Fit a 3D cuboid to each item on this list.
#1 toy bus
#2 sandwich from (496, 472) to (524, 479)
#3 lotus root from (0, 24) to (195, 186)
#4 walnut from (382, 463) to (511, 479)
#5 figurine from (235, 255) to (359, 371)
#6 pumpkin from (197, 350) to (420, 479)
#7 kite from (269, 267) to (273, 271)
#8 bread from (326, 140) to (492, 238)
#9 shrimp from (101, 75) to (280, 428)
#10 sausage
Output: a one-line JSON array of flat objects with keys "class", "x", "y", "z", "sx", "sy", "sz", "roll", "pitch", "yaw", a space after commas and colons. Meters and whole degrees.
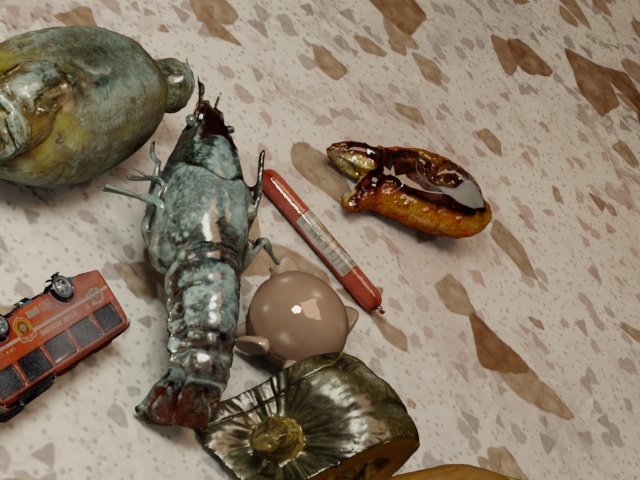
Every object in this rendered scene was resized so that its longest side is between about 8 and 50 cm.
[{"class": "toy bus", "x": -0.285, "y": 0.101, "z": 1.343, "sx": 0.096, "sy": 0.073, "sz": 0.235, "roll": 54, "pitch": 33, "yaw": -2}, {"class": "sandwich", "x": 0.251, "y": 0.363, "z": 1.638, "sx": 0.244, "sy": 0.088, "sz": 0.090, "roll": 54, "pitch": 31, "yaw": 11}, {"class": "lotus root", "x": -0.277, "y": -0.154, "z": 1.538, "sx": 0.175, "sy": 0.175, "sz": 0.349, "roll": 53, "pitch": 31, "yaw": 9}, {"class": "walnut", "x": 0.106, "y": 0.331, "z": 1.424, "sx": 0.297, "sy": 0.203, "sz": 0.203, "roll": 3, "pitch": 53, "yaw": -42}, {"class": "figurine", "x": -0.028, "y": 0.097, "z": 1.591, "sx": 0.125, "sy": 0.125, "sz": 0.138, "roll": 40, "pitch": 50, "yaw": -10}, {"class": "pumpkin", "x": 0.001, "y": 0.199, "z": 1.501, "sx": 0.248, "sy": 0.126, "sz": 0.131, "roll": -2, "pitch": 55, "yaw": -48}, {"class": "kite", "x": -0.041, "y": 0.070, "z": 1.696, "sx": 0.078, "sy": 0.002, "sz": 0.044, "roll": 43, "pitch": 34, "yaw": -8}, {"class": "bread", "x": 0.125, "y": -0.069, "z": 1.952, "sx": 0.268, "sy": 0.095, "sz": 0.139, "roll": 7, "pitch": 47, "yaw": -25}, {"class": "shrimp", "x": -0.137, "y": 0.008, "z": 1.511, "sx": 0.221, "sy": 0.166, "sz": 0.411, "roll": 19, "pitch": 42, "yaw": -30}, {"class": "sausage", "x": 0.000, "y": 0.000, "z": 1.785, "sx": 0.253, "sy": 0.034, "sz": 0.034, "roll": 51, "pitch": 34, "yaw": 4}]
